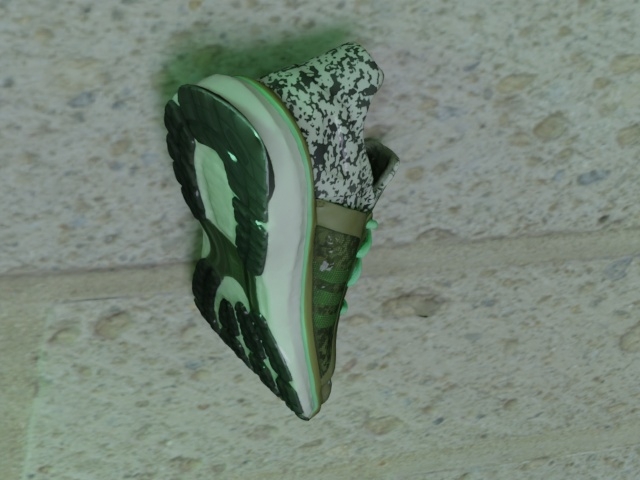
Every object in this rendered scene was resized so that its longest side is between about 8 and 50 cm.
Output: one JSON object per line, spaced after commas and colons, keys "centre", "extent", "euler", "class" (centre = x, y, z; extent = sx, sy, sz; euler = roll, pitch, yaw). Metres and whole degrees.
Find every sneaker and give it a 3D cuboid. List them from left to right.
{"centre": [0.000, 0.000, 1.197], "extent": [0.182, 0.158, 0.410], "euler": [-32, 149, -20], "class": "sneaker"}
